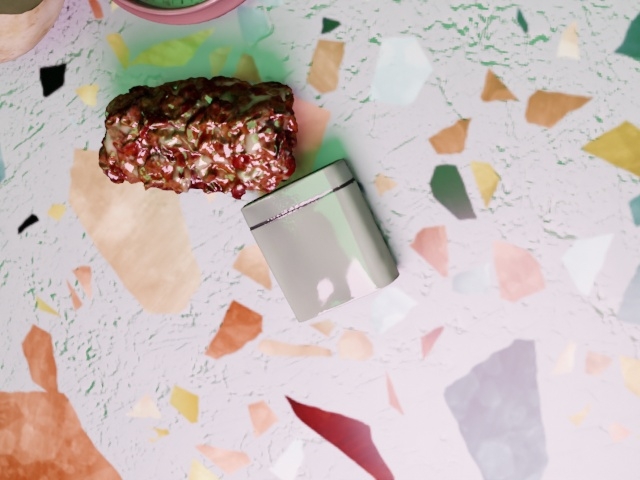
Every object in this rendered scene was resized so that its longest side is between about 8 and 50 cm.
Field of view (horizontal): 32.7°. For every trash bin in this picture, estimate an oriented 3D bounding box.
[{"bbox_3d":[0.000,0.000,1.079,0.116,0.059,0.130,-25,95,24],"label":"trash bin"}]

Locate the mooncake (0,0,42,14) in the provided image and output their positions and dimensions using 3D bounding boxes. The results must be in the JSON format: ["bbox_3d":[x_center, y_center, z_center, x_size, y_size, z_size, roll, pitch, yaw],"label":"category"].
[{"bbox_3d":[-0.315,-0.342,0.914,0.351,0.351,0.187,16,148,16],"label":"mooncake"}]

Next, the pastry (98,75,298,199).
[{"bbox_3d":[-0.121,-0.105,1.067,0.209,0.115,0.097,5,129,18],"label":"pastry"}]

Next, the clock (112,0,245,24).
[{"bbox_3d":[-0.139,-0.330,1.047,0.244,0.056,0.244,4,103,18],"label":"clock"}]

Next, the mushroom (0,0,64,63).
[{"bbox_3d":[-0.363,-0.276,1.093,0.254,0.195,0.189,25,144,10],"label":"mushroom"}]
